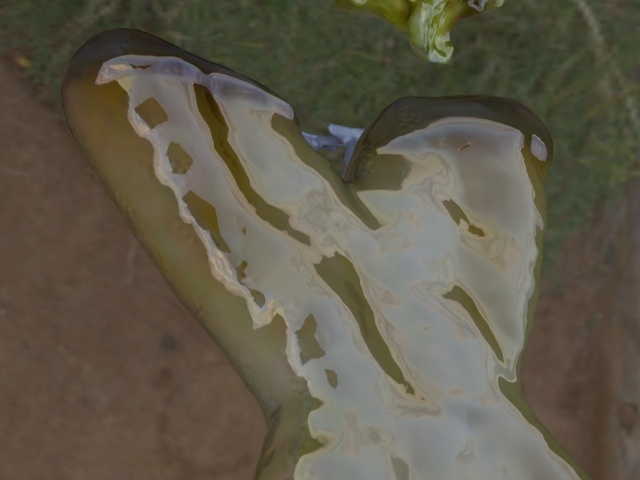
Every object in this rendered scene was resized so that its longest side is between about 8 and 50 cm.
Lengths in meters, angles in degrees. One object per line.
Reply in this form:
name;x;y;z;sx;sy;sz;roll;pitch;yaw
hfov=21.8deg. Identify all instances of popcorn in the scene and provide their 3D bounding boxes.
popcorn;0.112;-0.289;1.587;0.235;0.181;0.216;-18;69;-27

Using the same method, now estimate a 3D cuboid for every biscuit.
biscuit;0.020;0.044;0.429;0.164;0.047;0.207;5;56;-31

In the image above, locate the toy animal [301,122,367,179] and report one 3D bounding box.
toy animal;0.013;-0.024;1.600;0.367;0.081;0.205;34;52;-43
